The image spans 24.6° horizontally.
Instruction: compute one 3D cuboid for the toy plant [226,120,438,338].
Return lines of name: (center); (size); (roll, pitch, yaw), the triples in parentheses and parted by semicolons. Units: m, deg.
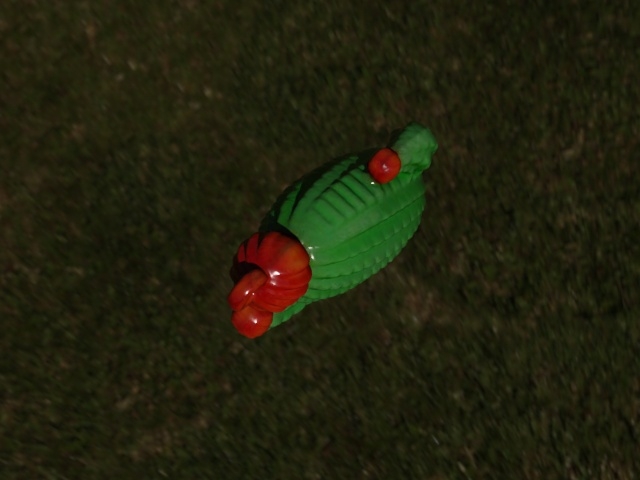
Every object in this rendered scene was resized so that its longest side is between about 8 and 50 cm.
toy plant: (-0.001, 0.004, 1.055); (0.088, 0.154, 0.240); (42, 56, 7)
